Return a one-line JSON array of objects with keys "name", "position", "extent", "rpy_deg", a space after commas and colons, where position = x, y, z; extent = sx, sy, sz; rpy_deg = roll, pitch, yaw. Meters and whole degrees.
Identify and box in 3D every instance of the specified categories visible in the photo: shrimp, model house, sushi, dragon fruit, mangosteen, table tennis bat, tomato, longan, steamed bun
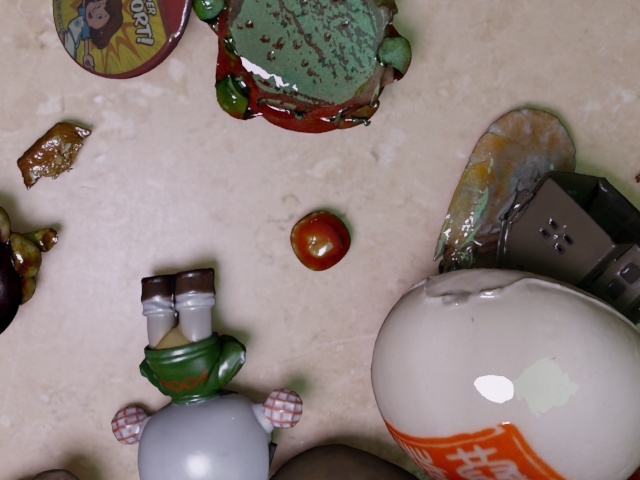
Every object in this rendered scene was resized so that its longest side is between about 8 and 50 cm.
[{"name": "shrimp", "position": [0.267, -0.041, 1.157], "extent": [0.168, 0.077, 0.317], "rpy_deg": [25, 91, -12]}, {"name": "model house", "position": [0.336, 0.059, 1.103], "extent": [0.204, 0.211, 0.243], "rpy_deg": [54, 124, 26]}, {"name": "sushi", "position": [-0.361, -0.117, 1.082], "extent": [0.118, 0.061, 0.060], "rpy_deg": [-37, 110, 19]}, {"name": "dragon fruit", "position": [-0.027, -0.270, 1.061], "extent": [0.295, 0.130, 0.268], "rpy_deg": [24, 94, -9]}, {"name": "mangosteen", "position": [-0.458, 0.034, 1.034], "extent": [0.230, 0.194, 0.194], "rpy_deg": [-38, 101, -26]}, {"name": "table tennis bat", "position": [-0.221, -0.319, 1.004], "extent": [0.310, 0.038, 0.200], "rpy_deg": [-15, 92, 31]}, {"name": "tomato", "position": [0.000, 0.000, 1.128], "extent": [0.087, 0.075, 0.087], "rpy_deg": [0, 96, -3]}, {"name": "longan", "position": [0.043, 0.430, 1.098], "extent": [0.300, 0.243, 0.300], "rpy_deg": [-2, 85, 30]}, {"name": "steamed bun", "position": [0.242, 0.214, 1.025], "extent": [0.374, 0.374, 0.241], "rpy_deg": [22, 59, -9]}]

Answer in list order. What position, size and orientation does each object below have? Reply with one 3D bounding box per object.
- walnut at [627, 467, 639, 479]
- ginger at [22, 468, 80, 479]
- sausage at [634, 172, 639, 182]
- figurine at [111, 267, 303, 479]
[{"name": "walnut", "position": [0.459, 0.376, 1.177], "extent": [0.269, 0.222, 0.244], "rpy_deg": [44, 59, -2]}, {"name": "ginger", "position": [-0.404, 0.434, 1.064], "extent": [0.155, 0.245, 0.304], "rpy_deg": [21, 88, -30]}, {"name": "sausage", "position": [0.569, -0.112, 1.206], "extent": [0.198, 0.025, 0.028], "rpy_deg": [-12, 143, -6]}, {"name": "figurine", "position": [-0.168, 0.225, 1.088], "extent": [0.281, 0.167, 0.369], "rpy_deg": [-8, 89, 12]}]
